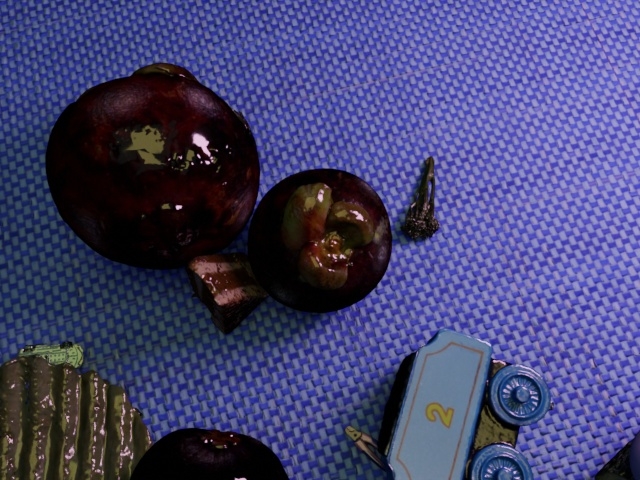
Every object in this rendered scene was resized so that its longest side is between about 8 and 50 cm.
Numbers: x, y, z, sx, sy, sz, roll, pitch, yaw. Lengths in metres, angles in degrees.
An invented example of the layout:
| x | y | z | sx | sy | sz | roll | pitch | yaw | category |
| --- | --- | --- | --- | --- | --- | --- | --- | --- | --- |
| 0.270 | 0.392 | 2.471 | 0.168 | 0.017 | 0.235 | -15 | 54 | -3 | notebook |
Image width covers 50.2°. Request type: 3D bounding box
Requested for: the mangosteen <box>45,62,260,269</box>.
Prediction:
| x | y | z | sx | sy | sz | roll | pitch | yaw | category |
| --- | --- | --- | --- | --- | --- | --- | --- | --- | --- |
| -0.295 | -0.133 | 1.276 | 0.380 | 0.421 | 0.381 | 0 | 111 | -1 | mangosteen |

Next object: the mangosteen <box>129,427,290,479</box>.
| x | y | z | sx | sy | sz | roll | pitch | yaw | category |
| --- | --- | --- | --- | --- | --- | --- | --- | --- | --- |
| -0.184 | 0.465 | 1.117 | 0.274 | 0.275 | 0.303 | 10 | 97 | 1 | mangosteen |

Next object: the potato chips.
| x | y | z | sx | sy | sz | roll | pitch | yaw | category |
| --- | --- | --- | --- | --- | --- | --- | --- | --- | --- |
| -0.485 | 0.397 | 1.190 | 0.373 | 0.097 | 0.389 | -24 | 73 | -14 | potato chips |

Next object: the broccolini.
| x | y | z | sx | sy | sz | roll | pitch | yaw | category |
| --- | --- | --- | --- | --- | --- | --- | --- | --- | --- |
| 0.219 | -0.087 | 1.435 | 0.073 | 0.058 | 0.201 | 22 | 55 | -9 | broccolini |

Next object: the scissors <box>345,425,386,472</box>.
| x | y | z | sx | sy | sz | roll | pitch | yaw | category |
| --- | --- | --- | --- | --- | --- | --- | --- | --- | --- |
| 0.093 | 0.382 | 1.267 | 0.113 | 0.012 | 0.039 | 37 | 73 | 10 | scissors |

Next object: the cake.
| x | y | z | sx | sy | sz | roll | pitch | yaw | category |
| --- | --- | --- | --- | --- | --- | --- | --- | --- | --- |
| -0.161 | 0.071 | 1.250 | 0.135 | 0.246 | 0.112 | -38 | 78 | -17 | cake |

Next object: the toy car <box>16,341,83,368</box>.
| x | y | z | sx | sy | sz | roll | pitch | yaw | category |
| --- | --- | --- | --- | --- | --- | --- | --- | --- | --- |
| -0.511 | 0.224 | 1.292 | 0.121 | 0.035 | 0.059 | -4 | 70 | -12 | toy car |

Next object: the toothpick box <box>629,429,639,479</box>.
| x | y | z | sx | sy | sz | roll | pitch | yaw | category |
| --- | --- | --- | --- | --- | --- | --- | --- | --- | --- |
| 0.659 | 0.413 | 1.119 | 0.263 | 0.263 | 0.355 | -31 | 94 | -12 | toothpick box |

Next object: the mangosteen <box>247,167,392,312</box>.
| x | y | z | sx | sy | sz | roll | pitch | yaw | category |
| --- | --- | --- | --- | --- | --- | --- | --- | --- | --- |
| 0.000 | 0.000 | 1.261 | 0.287 | 0.288 | 0.288 | 1 | 70 | -2 | mangosteen |

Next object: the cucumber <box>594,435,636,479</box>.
| x | y | z | sx | sy | sz | roll | pitch | yaw | category |
| --- | --- | --- | --- | --- | --- | --- | --- | --- | --- |
| 0.624 | 0.375 | 1.261 | 0.265 | 0.077 | 0.077 | -36 | 75 | -16 | cucumber |

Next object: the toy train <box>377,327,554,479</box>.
| x | y | z | sx | sy | sz | roll | pitch | yaw | category |
| --- | --- | --- | --- | --- | --- | --- | --- | --- | --- |
| 0.241 | 0.329 | 1.202 | 0.264 | 0.188 | 0.301 | 17 | 73 | 4 | toy train |
